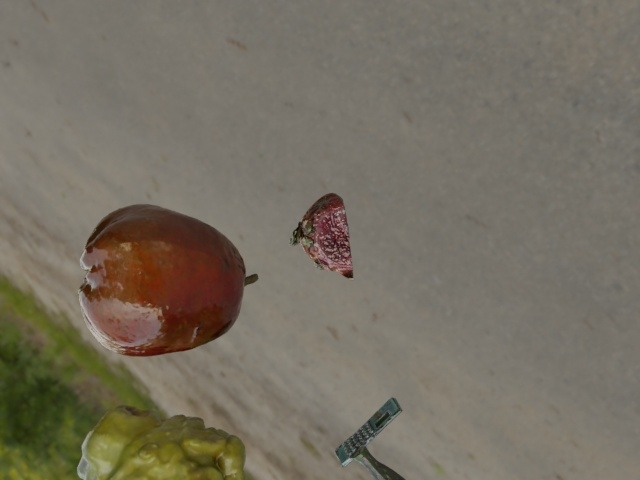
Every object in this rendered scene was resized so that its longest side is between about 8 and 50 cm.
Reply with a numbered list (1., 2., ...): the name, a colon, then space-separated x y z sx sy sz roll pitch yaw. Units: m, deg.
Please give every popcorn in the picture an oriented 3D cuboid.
1. popcorn: -0.275 0.435 1.928 0.312 0.312 0.312 42 155 24

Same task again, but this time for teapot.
1. teapot: 0.099 0.392 1.843 0.110 0.043 0.043 44 159 -8

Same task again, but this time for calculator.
1. calculator: 0.097 0.391 2.230 0.018 0.172 0.057 42 -172 -30

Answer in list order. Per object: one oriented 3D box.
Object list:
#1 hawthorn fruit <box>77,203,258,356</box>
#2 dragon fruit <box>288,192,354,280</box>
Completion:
1. hawthorn fruit: -0.211 0.057 1.546 0.224 0.260 0.224 -177 90 -75
2. dragon fruit: 0.000 0.000 1.849 0.102 0.096 0.147 -152 52 -73
